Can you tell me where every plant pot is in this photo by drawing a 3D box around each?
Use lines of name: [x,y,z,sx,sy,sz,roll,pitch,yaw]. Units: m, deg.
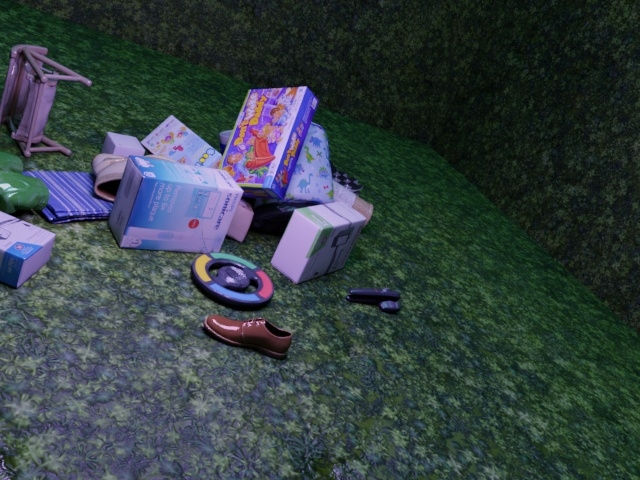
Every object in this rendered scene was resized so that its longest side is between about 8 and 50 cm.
plant pot: [-0.265,-0.078,1.919,0.109,0.096,0.109,28,21,-33]

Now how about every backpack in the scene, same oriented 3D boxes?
backpack: [-0.092,-0.224,2.066,0.290,0.273,0.356,9,58,-38]

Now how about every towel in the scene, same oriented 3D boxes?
towel: [-0.650,-0.124,1.750,0.243,0.040,0.336,36,23,28]

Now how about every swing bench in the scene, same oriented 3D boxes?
swing bench: [-0.856,-0.421,1.884,0.254,0.253,0.165,35,25,23]

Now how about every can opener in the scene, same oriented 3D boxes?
can opener: [0.163,0.169,1.903,0.186,0.059,0.073,14,26,-26]

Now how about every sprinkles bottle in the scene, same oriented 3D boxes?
sprinkles bottle: [0.026,-0.171,2.332,0.355,0.121,0.121,31,20,-18]

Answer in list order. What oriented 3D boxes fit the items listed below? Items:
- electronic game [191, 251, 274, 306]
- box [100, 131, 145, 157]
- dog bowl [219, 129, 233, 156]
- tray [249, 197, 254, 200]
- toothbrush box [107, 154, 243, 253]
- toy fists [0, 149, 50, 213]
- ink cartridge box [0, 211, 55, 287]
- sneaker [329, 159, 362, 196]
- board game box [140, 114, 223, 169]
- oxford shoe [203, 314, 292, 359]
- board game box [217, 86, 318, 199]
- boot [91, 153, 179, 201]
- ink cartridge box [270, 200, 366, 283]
electronic game: [-0.231,0.100,1.666,0.229,0.048,0.229,21,23,-9]
box: [-0.637,-0.283,2.024,0.101,0.087,0.101,5,30,-39]
dog bowl: [-0.231,-0.340,2.270,0.264,0.104,0.265,-1,17,0]
tray: [-0.213,-0.256,2.421,0.202,0.076,0.411,28,24,8]
toothbrush box: [-0.389,-0.089,1.698,0.295,0.217,0.126,6,30,-41]
toy fists: [-0.806,-0.152,1.568,0.279,0.096,0.142,38,16,31]
ink cartridge box: [-0.696,0.007,1.350,0.190,0.082,0.140,25,23,-6]
sneaker: [0.020,-0.229,2.516,0.122,0.146,0.330,-20,49,-36]
board game box: [-0.430,-0.259,2.051,0.275,0.144,0.142,39,-12,30]
oxford shoe: [-0.166,0.206,1.470,0.212,0.076,0.076,19,25,-12]
board game box: [-0.169,-0.300,1.929,0.233,0.347,0.078,6,-21,34]
boot: [-0.520,-0.177,1.811,0.261,0.095,0.203,4,25,-23]
ink cartridge box: [0.000,0.000,1.921,0.114,0.199,0.272,36,25,23]
